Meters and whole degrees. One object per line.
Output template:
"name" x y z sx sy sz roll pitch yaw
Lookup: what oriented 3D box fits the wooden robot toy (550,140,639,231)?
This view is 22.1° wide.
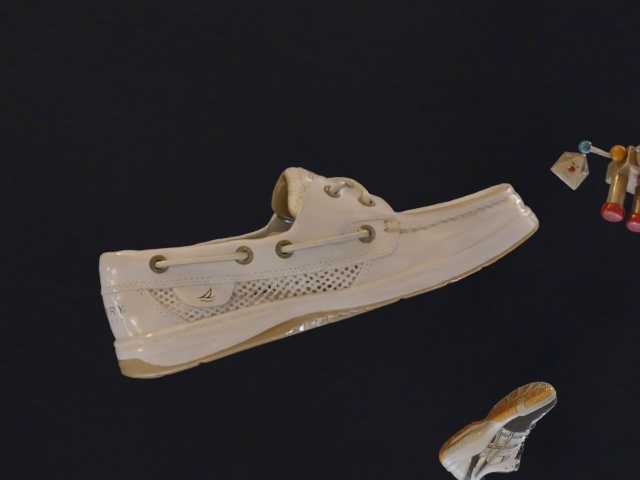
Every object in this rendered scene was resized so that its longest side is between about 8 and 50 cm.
"wooden robot toy" 0.300 -0.056 1.470 0.173 0.079 0.076 21 -125 -11

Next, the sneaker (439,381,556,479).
"sneaker" 0.110 0.115 0.959 0.037 0.083 0.032 50 -154 -4

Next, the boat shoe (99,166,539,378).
"boat shoe" 0.000 0.000 0.999 0.277 0.098 0.096 -18 -88 -16
